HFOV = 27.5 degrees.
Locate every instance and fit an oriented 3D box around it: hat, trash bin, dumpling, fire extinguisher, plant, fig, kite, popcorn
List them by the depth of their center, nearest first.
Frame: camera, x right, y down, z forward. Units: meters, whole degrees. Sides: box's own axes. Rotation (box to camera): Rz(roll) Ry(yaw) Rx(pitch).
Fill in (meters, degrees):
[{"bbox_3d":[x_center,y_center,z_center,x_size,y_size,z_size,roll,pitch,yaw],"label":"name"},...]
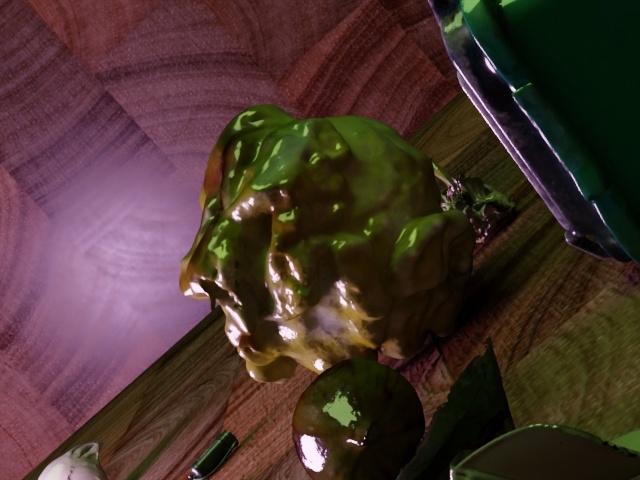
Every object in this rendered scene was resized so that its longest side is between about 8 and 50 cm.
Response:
[{"bbox_3d":[0.120,0.137,0.689,0.122,0.081,0.166,5,-27,-41],"label":"hat"},{"bbox_3d":[0.051,0.166,0.787,0.267,0.013,0.323,-18,-37,-50],"label":"kite"},{"bbox_3d":[0.299,-0.198,0.966,0.381,0.295,0.259,-31,11,32],"label":"trash bin"},{"bbox_3d":[0.032,0.145,1.023,0.155,0.103,0.109,125,169,-78],"label":"fig"},{"bbox_3d":[0.012,0.014,1.338,0.312,0.312,0.312,-41,6,5],"label":"popcorn"},{"bbox_3d":[0.169,-0.054,1.553,0.104,0.122,0.116,-32,-4,-16],"label":"plant"},{"bbox_3d":[-0.134,0.270,1.597,0.083,0.025,0.038,-44,29,-27],"label":"fire extinguisher"},{"bbox_3d":[-0.376,0.392,1.978,0.127,0.108,0.188,104,-171,-51],"label":"dumpling"}]
